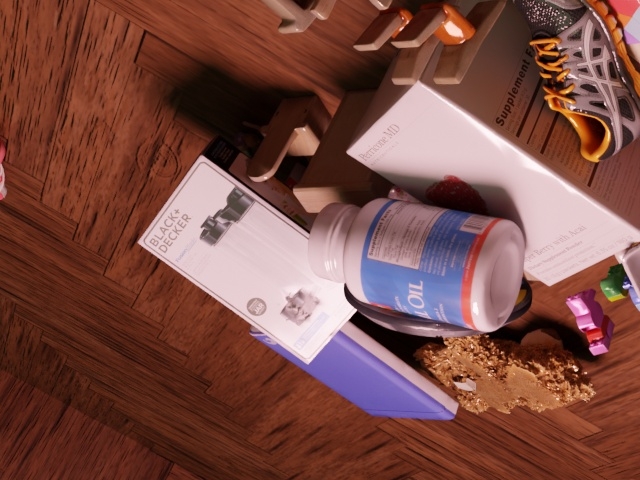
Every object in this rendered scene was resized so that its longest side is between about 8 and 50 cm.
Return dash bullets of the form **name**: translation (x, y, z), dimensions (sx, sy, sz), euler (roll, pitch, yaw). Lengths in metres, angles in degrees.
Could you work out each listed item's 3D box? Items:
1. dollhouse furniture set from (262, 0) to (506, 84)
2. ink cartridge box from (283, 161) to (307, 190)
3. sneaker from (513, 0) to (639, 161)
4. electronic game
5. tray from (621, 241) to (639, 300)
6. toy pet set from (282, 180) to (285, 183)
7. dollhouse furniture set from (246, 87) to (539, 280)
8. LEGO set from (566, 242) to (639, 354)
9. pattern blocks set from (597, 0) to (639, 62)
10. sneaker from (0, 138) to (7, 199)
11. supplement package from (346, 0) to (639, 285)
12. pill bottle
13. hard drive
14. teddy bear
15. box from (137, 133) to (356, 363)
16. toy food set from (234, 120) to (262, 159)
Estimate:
- **dollhouse furniture set**: translation (0.020, -0.280, 0.942), dimensions (0.262, 0.135, 0.259), euler (37, 171, -26)
- **ink cartridge box**: translation (0.000, 0.000, 1.447), dimensions (0.176, 0.128, 0.127), euler (31, 116, -5)
- **sneaker**: translation (0.249, -0.167, 0.969), dimensions (0.215, 0.083, 0.084), euler (48, 170, -20)
- **electronic game**: translation (0.143, 0.060, 1.219), dimensions (0.229, 0.229, 0.048), euler (10, 112, 26)
- **tray**: translation (0.451, -0.018, 1.071), dimensions (0.145, 0.270, 0.030), euler (53, -175, -38)
- **toy pet set**: translation (-0.017, -0.035, 1.543), dimensions (0.122, 0.065, 0.114), euler (21, 116, 0)
- **dollhouse furniture set**: translation (0.108, -0.017, 1.339), dimensions (0.303, 0.174, 0.355), euler (2, 142, 36)
- **LEGO set**: translation (0.357, 0.017, 1.181), dimensions (0.087, 0.227, 0.093), euler (-24, 113, 39)
- **pattern blocks set**: translation (0.305, -0.209, 0.919), dimensions (0.325, 0.026, 0.285), euler (37, 163, 23)
- **sneaker**: translation (-0.616, -0.128, 1.808), dimensions (0.136, 0.116, 0.314), euler (32, 158, -31)
- **supplement package**: translation (0.212, -0.115, 1.104), dimensions (0.293, 0.175, 0.177), euler (32, 150, -10)
- **pill bottle**: translation (0.102, 0.020, 1.107), dimensions (0.221, 0.124, 0.124), euler (12, 147, 32)
- **hard drive**: translation (0.058, 0.217, 1.697), dimensions (0.318, 0.040, 0.210), euler (38, 151, -32)
- **teddy bear**: translation (0.296, 0.204, 1.631), dimensions (0.245, 0.113, 0.338), euler (34, 157, 0)
- **box**: translation (-0.079, 0.014, 1.346), dimensions (0.290, 0.087, 0.169), euler (38, 116, -8)
- **toy food set**: translation (-0.093, -0.124, 1.477), dimensions (0.078, 0.019, 0.122), euler (21, 150, 8)
